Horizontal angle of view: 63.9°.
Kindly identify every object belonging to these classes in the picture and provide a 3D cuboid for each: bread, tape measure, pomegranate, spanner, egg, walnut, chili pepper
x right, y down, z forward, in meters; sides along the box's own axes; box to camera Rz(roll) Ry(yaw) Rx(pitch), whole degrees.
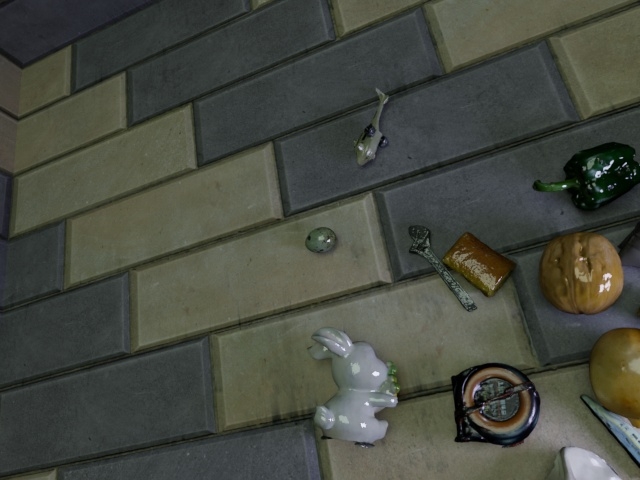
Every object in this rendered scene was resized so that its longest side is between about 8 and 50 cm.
[{"bbox_3d":[0.449,0.069,1.464,0.172,0.103,0.132,38,79,27],"label":"bread"},{"bbox_3d":[0.450,0.424,1.327,0.223,0.135,0.202,-9,59,17],"label":"tape measure"},{"bbox_3d":[0.745,0.313,1.195,0.233,0.233,0.233,-7,69,20],"label":"pomegranate"},{"bbox_3d":[0.361,0.080,1.545,0.093,0.026,0.325,-37,64,6],"label":"spanner"},{"bbox_3d":[0.000,0.000,1.687,0.110,0.085,0.085,-17,65,32],"label":"egg"},{"bbox_3d":[0.671,0.083,1.326,0.195,0.195,0.221,-2,64,22],"label":"walnut"},{"bbox_3d":[0.729,-0.164,1.403,0.261,0.174,0.165,-25,89,12],"label":"chili pepper"}]

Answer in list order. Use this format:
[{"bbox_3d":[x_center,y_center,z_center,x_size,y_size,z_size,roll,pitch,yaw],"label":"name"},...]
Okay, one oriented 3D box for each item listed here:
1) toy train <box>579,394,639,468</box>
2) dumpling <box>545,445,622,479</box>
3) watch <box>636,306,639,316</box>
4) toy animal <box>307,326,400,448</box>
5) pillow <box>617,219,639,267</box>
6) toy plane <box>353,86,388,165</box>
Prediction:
[{"bbox_3d":[0.731,0.465,1.240,0.051,0.052,0.234,-37,62,4],"label":"toy train"},{"bbox_3d":[0.626,0.669,1.157,0.260,0.181,0.341,15,43,5],"label":"dumpling"},{"bbox_3d":[0.836,0.203,1.164,0.165,0.268,0.102,21,109,7],"label":"watch"},{"bbox_3d":[0.081,0.408,1.445,0.247,0.183,0.310,8,75,-10],"label":"toy animal"},{"bbox_3d":[0.912,0.034,1.231,0.326,0.228,0.101,33,51,26],"label":"pillow"},{"bbox_3d":[0.178,-0.386,1.756,0.108,0.092,0.286,11,77,51],"label":"toy plane"}]
